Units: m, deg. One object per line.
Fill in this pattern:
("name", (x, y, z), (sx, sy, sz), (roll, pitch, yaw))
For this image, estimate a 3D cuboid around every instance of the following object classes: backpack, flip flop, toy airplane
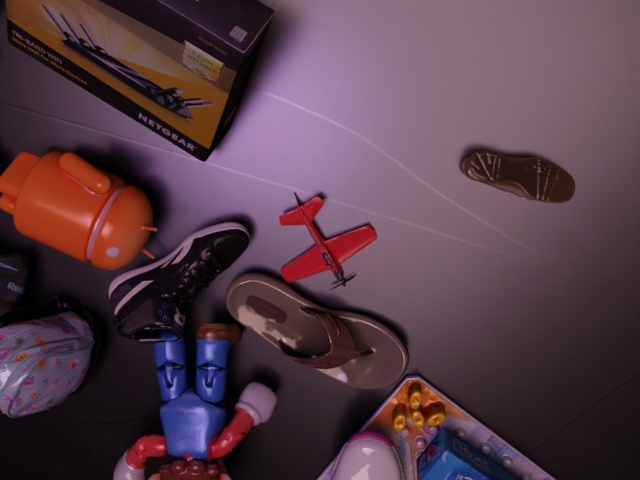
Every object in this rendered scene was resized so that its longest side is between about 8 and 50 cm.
("backpack", (-0.395, 0.168, 1.100), (0.115, 0.182, 0.152), (26, 102, 23))
("flip flop", (-0.009, 0.133, 1.116), (0.277, 0.080, 0.112), (28, 104, -2))
("toy airplane", (0.000, 0.000, 1.110), (0.151, 0.028, 0.151), (1, 104, 6))

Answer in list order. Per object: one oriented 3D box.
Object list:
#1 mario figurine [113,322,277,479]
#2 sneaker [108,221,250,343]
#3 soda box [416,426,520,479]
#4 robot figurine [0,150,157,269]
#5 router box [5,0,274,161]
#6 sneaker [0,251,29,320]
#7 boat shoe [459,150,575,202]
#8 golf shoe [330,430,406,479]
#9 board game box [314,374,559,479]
("mario figurine", (-0.183, 0.279, 1.146), (0.198, 0.170, 0.320), (-4, 82, 42))
("sneaker", (-0.180, 0.071, 1.082), (0.217, 0.121, 0.079), (-29, 139, 4))
("soda box", (0.236, 0.355, 1.100), (0.210, 0.071, 0.067), (34, 104, -3))
("robot figurine", (-0.323, -0.041, 1.078), (0.219, 0.128, 0.158), (25, 105, -1))
("router box", (-0.231, -0.259, 0.969), (0.309, 0.243, 0.081), (31, 59, -2))
("sneaker", (-0.545, 0.035, 1.149), (0.267, 0.101, 0.106), (18, 78, 5))
("boat shoe", (0.263, -0.085, 1.064), (0.153, 0.048, 0.056), (10, 92, -4))
("golf shoe", (0.056, 0.419, 1.099), (0.115, 0.140, 0.306), (7, 102, 5))
("board game box", (0.168, 0.459, 1.195), (0.390, 0.050, 0.390), (37, 103, -4))
